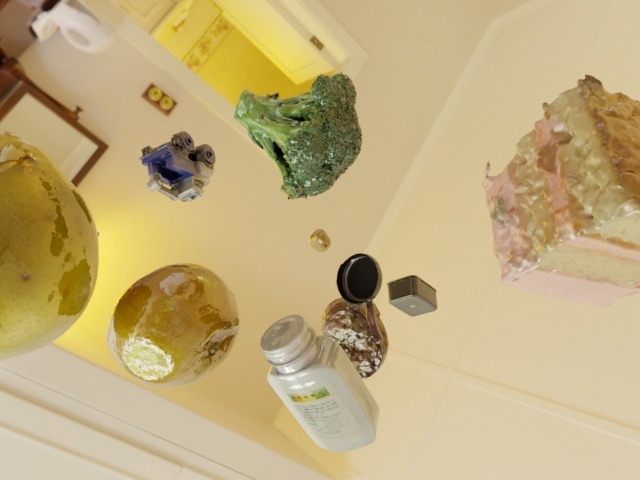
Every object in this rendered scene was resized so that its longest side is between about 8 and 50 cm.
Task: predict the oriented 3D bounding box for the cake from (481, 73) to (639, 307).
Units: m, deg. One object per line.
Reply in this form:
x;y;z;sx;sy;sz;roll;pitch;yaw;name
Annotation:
0.510;-0.062;0.823;0.307;0.293;0.314;119;-15;-55;cake

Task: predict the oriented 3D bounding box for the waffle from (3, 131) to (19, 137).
-0.742;-0.103;1.009;0.168;0.057;0.274;36;-80;49;waffle

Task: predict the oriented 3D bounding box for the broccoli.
-0.041;-0.231;0.888;0.254;0.269;0.269;108;6;-62;broccoli

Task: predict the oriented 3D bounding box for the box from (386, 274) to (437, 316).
0.372;0.228;1.782;0.144;0.201;0.090;-24;-131;33;box

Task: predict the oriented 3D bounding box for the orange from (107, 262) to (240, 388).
-0.307;0.184;0.959;0.279;0.235;0.279;-45;161;-19;orange

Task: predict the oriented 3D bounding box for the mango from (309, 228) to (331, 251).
0.000;0.000;1.481;0.060;0.080;0.114;-40;171;-18;mango

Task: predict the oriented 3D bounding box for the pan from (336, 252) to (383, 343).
0.099;0.121;0.932;0.115;0.040;0.212;-42;-132;28;pan

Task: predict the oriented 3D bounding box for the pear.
-0.599;0.023;0.807;0.362;0.362;0.418;-98;-164;-59;pear

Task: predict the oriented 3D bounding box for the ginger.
0.120;0.315;1.501;0.200;0.269;0.223;-36;171;19;ginger

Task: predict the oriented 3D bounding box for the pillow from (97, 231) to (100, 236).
-0.688;0.068;1.144;0.270;0.173;0.067;-64;164;1;pillow

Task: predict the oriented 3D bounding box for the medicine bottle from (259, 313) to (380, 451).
-0.006;0.317;0.977;0.179;0.324;0.124;-18;-153;28;medicine bottle

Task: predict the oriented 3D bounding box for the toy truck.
-0.415;-0.204;1.309;0.161;0.213;0.177;-20;-110;21;toy truck
